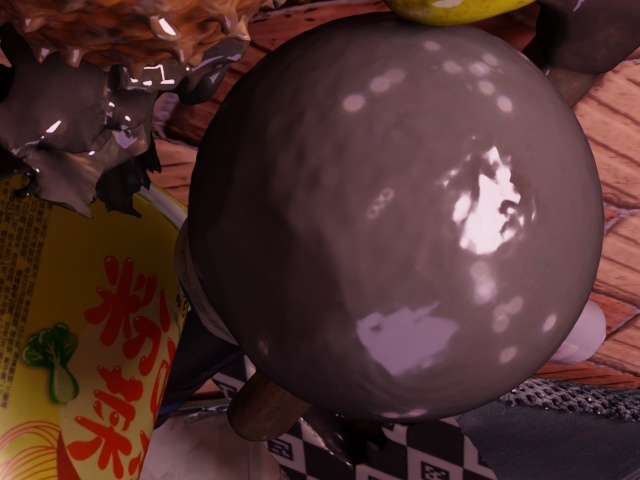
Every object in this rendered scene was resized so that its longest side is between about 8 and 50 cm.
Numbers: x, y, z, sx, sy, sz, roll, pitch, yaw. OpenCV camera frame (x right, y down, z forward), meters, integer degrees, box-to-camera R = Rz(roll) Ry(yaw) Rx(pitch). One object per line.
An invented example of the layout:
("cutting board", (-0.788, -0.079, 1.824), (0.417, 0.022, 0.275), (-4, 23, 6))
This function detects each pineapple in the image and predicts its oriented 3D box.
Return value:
("pineapple", (-0.089, -0.092, 0.595), (0.166, 0.165, 0.364), (0, 159, -11))

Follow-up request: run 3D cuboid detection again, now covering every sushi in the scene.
("sushi", (0.024, 0.119, 1.177), (0.220, 0.047, 0.231), (-12, 121, 45))

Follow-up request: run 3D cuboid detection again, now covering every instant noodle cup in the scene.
("instant noodle cup", (-0.225, 0.094, 0.891), (0.311, 0.221, 0.311), (5, 153, 3))

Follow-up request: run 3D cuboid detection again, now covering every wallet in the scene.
("wallet", (0.206, 0.194, 1.499), (0.342, 0.075, 0.237), (11, 148, -28))

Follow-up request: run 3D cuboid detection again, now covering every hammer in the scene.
("hammer", (0.052, -0.005, 0.862), (0.168, 0.044, 0.440), (11, 140, -26))

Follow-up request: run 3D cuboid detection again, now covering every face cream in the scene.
("face cream", (0.133, 0.052, 1.133), (0.198, 0.057, 0.084), (16, 160, -42))

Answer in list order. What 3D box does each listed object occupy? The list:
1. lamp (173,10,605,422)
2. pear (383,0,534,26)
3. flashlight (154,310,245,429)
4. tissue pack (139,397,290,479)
("lamp", (-0.007, -0.015, 0.717), (0.182, 0.182, 0.314), (13, 176, -37))
("pear", (0.063, -0.129, 0.607), (0.092, 0.097, 0.092), (26, 167, 6))
("flashlight", (-0.106, 0.079, 1.117), (0.103, 0.103, 0.424), (10, 154, -31))
("tissue pack", (-0.100, 0.368, 1.531), (0.205, 0.331, 0.405), (-4, 159, 12))
